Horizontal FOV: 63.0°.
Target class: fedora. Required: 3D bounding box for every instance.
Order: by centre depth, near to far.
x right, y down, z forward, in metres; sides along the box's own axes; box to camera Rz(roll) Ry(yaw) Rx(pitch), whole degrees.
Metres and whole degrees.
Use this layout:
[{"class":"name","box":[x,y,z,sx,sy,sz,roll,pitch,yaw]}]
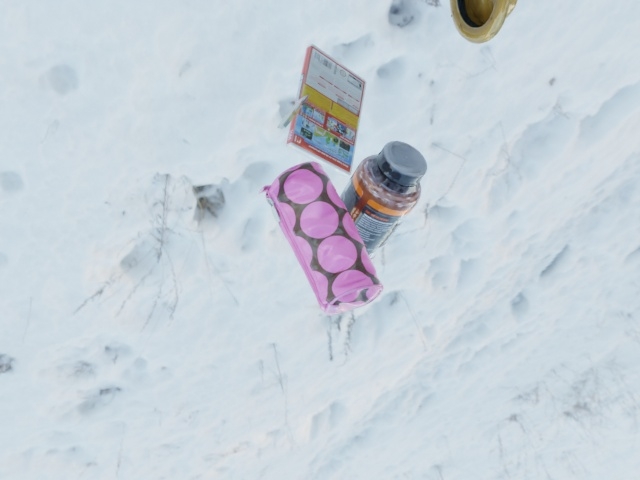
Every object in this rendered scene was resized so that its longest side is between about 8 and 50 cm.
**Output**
[{"class":"fedora","box":[0.338,-0.499,1.044,0.079,0.194,0.194,-15,143,-23]}]

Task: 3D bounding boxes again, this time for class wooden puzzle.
[{"class":"wooden puzzle","box":[-0.037,-0.169,0.693,0.006,0.083,0.049,39,89,-16]}]

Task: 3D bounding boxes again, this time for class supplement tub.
[{"class":"supplement tub","box":[0.084,-0.058,0.797,0.106,0.106,0.198,1,145,-26]}]

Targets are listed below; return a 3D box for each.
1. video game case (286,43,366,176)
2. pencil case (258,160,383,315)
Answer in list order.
[{"class":"video game case","box":[0.022,-0.331,1.339,0.204,0.285,0.025,22,161,-37]},{"class":"pencil case","box":[0.000,0.000,0.713,0.098,0.209,0.095,-16,159,-36]}]
